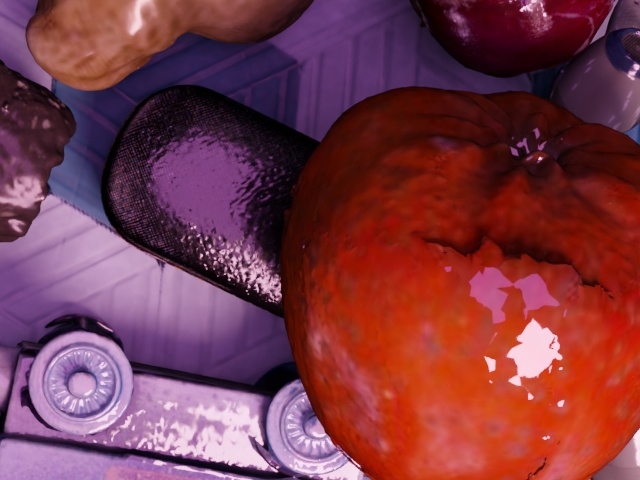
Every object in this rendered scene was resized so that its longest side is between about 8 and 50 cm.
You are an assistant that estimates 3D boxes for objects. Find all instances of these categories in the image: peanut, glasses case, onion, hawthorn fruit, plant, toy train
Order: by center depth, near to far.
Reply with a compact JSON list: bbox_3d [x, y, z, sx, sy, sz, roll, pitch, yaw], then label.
[{"bbox_3d":[0.101,0.063,1.223,0.276,0.276,0.307,5,107,-11],"label":"hawthorn fruit"},{"bbox_3d":[-0.270,-0.080,1.282,0.203,0.131,0.142,32,86,-19],"label":"plant"},{"bbox_3d":[-0.101,0.168,1.320,0.299,0.131,0.202,11,91,-10],"label":"toy train"},{"bbox_3d":[-0.086,-0.191,1.322,0.253,0.122,0.137,-20,102,-8],"label":"peanut"},{"bbox_3d":[0.162,-0.207,1.330,0.218,0.195,0.140,-17,119,6],"label":"onion"},{"bbox_3d":[0.000,0.000,1.359,0.321,0.082,0.122,26,85,-13],"label":"glasses case"}]

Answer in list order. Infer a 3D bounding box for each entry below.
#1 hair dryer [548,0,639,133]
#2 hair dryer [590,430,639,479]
[{"bbox_3d":[0.195,-0.119,1.408,0.067,0.199,0.167,31,125,-7],"label":"hair dryer"},{"bbox_3d":[0.171,0.106,1.371,0.225,0.088,0.219,5,114,-11],"label":"hair dryer"}]
